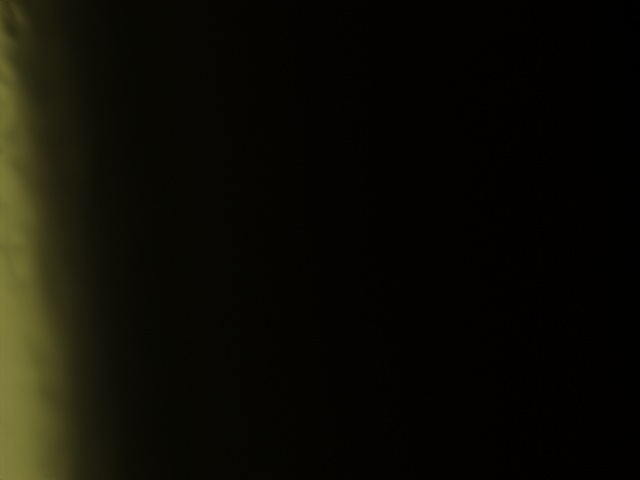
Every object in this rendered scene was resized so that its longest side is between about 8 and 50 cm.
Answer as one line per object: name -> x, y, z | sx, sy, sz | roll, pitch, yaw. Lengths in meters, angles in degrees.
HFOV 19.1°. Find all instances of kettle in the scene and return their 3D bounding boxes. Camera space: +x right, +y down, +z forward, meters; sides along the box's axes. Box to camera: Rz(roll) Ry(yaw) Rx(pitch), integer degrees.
kettle -> 0.000, -0.088, 0.446 | 0.203, 0.262, 0.308 | 1, 100, 42
